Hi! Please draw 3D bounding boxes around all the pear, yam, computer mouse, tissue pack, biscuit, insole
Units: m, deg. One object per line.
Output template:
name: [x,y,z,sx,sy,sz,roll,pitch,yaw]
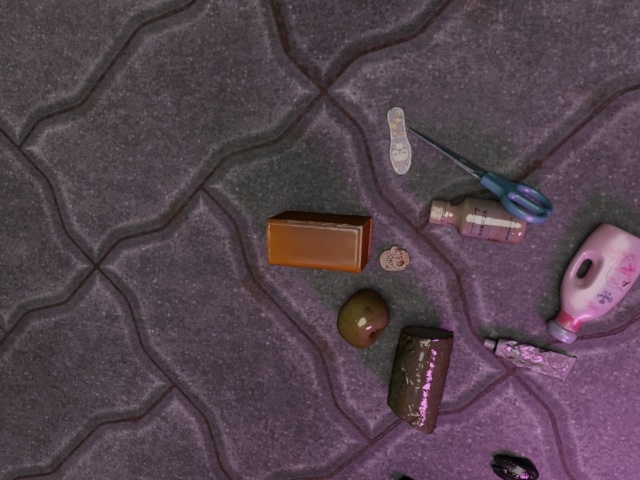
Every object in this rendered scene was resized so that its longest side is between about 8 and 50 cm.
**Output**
pear: [0.123,0.232,1.461,0.136,0.167,0.167,42,106,22]
yam: [0.289,0.399,1.441,0.168,0.168,0.304,12,100,12]
computer mouse: [0.583,0.691,1.473,0.135,0.047,0.079,13,100,14]
tissue pack: [0.000,0.000,1.434,0.275,0.194,0.145,4,99,14]
biscuit: [0.222,0.054,1.481,0.091,0.015,0.078,1,97,13]
insole: [0.229,-0.290,1.433,0.065,0.004,0.197,-5,97,14]

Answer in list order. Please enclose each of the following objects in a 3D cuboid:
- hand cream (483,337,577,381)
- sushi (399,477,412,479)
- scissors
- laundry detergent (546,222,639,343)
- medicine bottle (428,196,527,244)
hand cream: [0.598,0.332,1.418,0.257,0.050,0.084,19,99,7]
sushi: [0.286,0.786,1.569,0.083,0.044,0.046,26,82,7]
scissors: [0.422,-0.192,1.344,0.447,0.193,0.029,38,128,18]
laundry detergent: [0.732,0.124,1.331,0.159,0.088,0.335,31,104,12]
medicine bottle: [0.430,-0.063,1.362,0.252,0.114,0.114,10,101,12]
